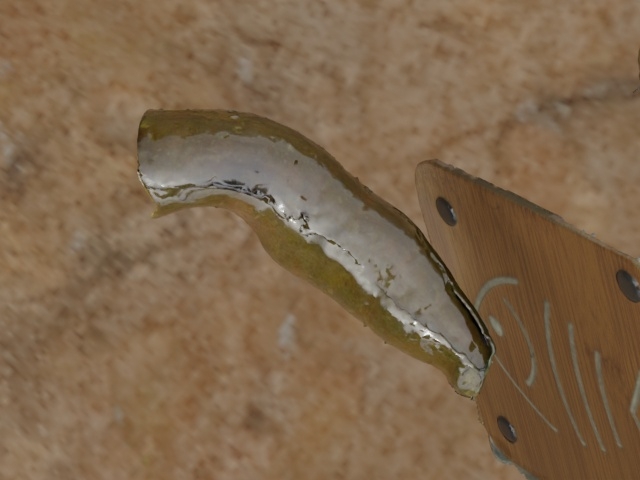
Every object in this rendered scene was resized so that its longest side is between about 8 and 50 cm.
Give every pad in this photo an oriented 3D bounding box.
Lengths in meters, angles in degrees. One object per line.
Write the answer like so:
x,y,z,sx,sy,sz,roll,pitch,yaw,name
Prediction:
0.175,0.092,1.428,0.018,0.284,0.286,-29,121,-21,pad

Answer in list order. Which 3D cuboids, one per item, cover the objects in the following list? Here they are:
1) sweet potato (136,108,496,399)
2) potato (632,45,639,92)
-0.002,0.003,1.322,0.286,0.085,0.112,40,57,0,sweet potato
0.357,-0.140,1.496,0.251,0.149,0.113,-11,129,1,potato
